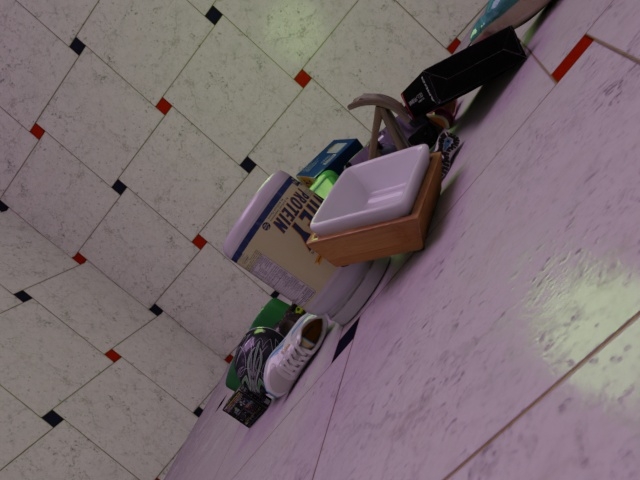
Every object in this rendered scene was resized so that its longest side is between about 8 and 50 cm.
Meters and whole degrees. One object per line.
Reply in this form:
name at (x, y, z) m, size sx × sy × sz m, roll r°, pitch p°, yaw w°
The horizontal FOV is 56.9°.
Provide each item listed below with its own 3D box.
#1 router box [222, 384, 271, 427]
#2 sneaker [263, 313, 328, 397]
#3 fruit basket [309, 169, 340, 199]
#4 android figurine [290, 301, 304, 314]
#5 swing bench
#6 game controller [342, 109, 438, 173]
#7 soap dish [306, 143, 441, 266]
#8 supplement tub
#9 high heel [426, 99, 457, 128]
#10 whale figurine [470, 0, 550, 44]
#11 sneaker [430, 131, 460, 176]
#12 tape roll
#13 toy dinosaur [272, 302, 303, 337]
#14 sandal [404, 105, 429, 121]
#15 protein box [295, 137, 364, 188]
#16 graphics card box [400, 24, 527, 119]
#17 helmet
router box at (-0.200, 0.445, 1.601) m, size 0.122 × 0.092 × 0.038 m, roll -52°, pitch 5°, yaw 37°
sneaker at (-0.061, 0.271, 1.424) m, size 0.229 × 0.087 × 0.092 m, roll -60°, pitch 10°, yaw -20°
fruit basket at (0.000, 0.000, 1.797) m, size 0.392 × 0.283 × 0.392 m, roll -42°, pitch 20°, yaw 20°
android figurine at (-0.061, 0.212, 2.213) m, size 0.273 × 0.056 × 0.248 m, roll -52°, pitch 5°, yaw 29°
swing bench at (0.180, -0.282, 1.629) m, size 0.253 × 0.165 × 0.255 m, roll -68°, pitch -32°, yaw -71°
game controller at (0.209, -0.267, 1.834) m, size 0.319 × 0.067 × 0.166 m, roll -41°, pitch 48°, yaw 13°
soap dish at (0.124, -0.070, 1.191) m, size 0.228 × 0.118 × 0.291 m, roll -14°, pitch 25°, yaw 28°
supplement tub at (-0.030, 0.021, 1.343) m, size 0.235 × 0.324 × 0.235 m, roll -55°, pitch 3°, yaw 5°
high heel at (0.383, -0.399, 1.771) m, size 0.117 × 0.082 × 0.244 m, roll -55°, pitch -5°, yaw 10°
whale figurine at (0.476, -0.607, 1.475) m, size 0.272 × 0.141 × 0.216 m, roll -37°, pitch 2°, yaw -6°
sneaker at (0.277, -0.177, 1.387) m, size 0.162 × 0.063 × 0.073 m, roll -52°, pitch -16°, yaw -26°
tape roll at (-0.187, 0.342, 1.891) m, size 0.321 × 0.077 × 0.321 m, roll -61°, pitch -10°, yaw -18°
toy dinosaur at (-0.101, 0.269, 1.707) m, size 0.160 × 0.121 × 0.313 m, roll -40°, pitch -5°, yaw -46°
sandal at (0.349, -0.450, 2.043) m, size 0.168 × 0.107 × 0.446 m, roll -65°, pitch -6°, yaw 22°
protein box at (0.055, -0.234, 2.021) m, size 0.200 × 0.136 × 0.201 m, roll -44°, pitch 20°, yaw -10°
graphics card box at (0.347, -0.414, 1.507) m, size 0.232 × 0.094 × 0.371 m, roll -26°, pitch 6°, yaw 3°
helmet at (-0.145, 0.310, 1.525) m, size 0.169 × 0.169 × 0.161 m, roll -55°, pitch -15°, yaw -1°
